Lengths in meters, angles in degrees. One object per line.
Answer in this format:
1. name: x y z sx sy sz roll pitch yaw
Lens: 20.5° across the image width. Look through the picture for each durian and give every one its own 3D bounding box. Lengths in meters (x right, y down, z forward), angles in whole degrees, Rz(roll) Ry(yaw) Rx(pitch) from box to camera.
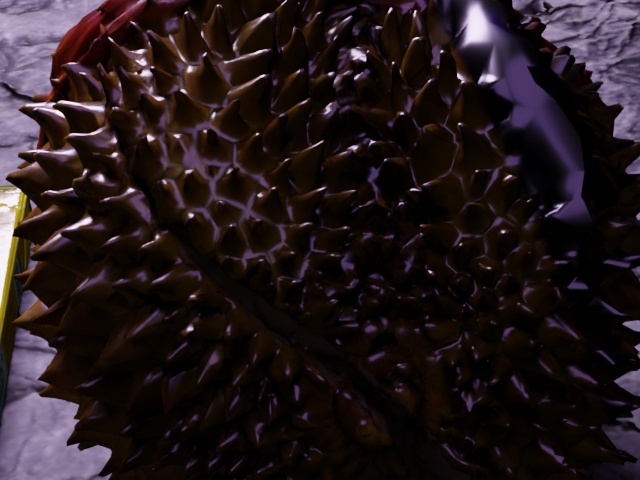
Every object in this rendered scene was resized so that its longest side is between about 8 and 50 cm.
1. durian: 0.005 0.000 0.945 0.347 0.348 0.384 -6 26 -2

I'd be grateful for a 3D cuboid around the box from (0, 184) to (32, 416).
1. box: -0.271 0.058 1.118 0.153 0.041 0.279 -5 35 1
